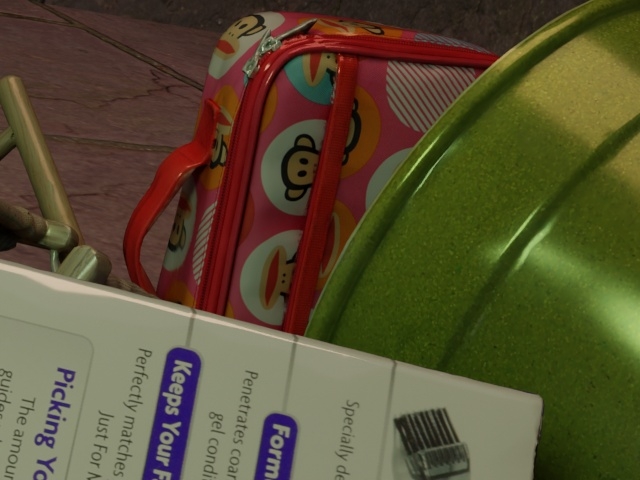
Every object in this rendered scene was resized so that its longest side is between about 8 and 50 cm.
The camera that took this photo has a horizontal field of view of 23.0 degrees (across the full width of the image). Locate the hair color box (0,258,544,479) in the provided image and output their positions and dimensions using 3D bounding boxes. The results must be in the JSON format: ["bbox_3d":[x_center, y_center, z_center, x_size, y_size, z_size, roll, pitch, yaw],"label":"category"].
[{"bbox_3d":[-0.094,0.118,0.605,0.338,0.185,0.110,15,-21,-13],"label":"hair color box"}]

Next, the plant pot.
[{"bbox_3d":[0.232,0.111,0.832,0.353,0.366,0.366,39,24,31],"label":"plant pot"}]

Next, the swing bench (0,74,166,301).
[{"bbox_3d":[-0.197,0.011,0.832,0.255,0.165,0.253,47,0,19],"label":"swing bench"}]

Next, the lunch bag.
[{"bbox_3d":[0.000,0.000,1.018,0.258,0.293,0.120,4,16,-27],"label":"lunch bag"}]
